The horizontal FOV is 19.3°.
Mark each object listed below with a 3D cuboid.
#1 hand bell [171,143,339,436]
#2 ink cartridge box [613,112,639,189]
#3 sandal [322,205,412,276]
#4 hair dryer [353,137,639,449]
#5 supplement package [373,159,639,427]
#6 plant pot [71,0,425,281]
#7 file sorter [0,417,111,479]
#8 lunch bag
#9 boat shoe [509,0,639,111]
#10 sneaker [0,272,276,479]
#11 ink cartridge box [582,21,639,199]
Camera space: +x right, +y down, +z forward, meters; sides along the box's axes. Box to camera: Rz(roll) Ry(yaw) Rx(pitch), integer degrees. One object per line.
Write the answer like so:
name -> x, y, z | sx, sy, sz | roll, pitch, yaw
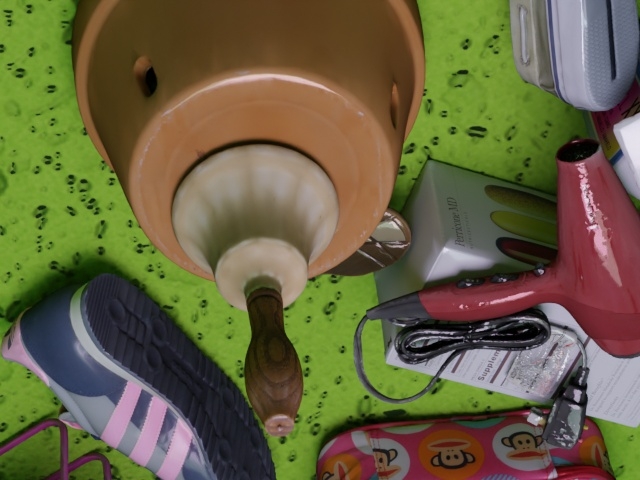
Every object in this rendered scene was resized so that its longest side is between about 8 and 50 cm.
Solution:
hand bell -> -0.037, 0.051, 1.310 | 0.126, 0.242, 0.126 | -3, 127, -4
ink cartridge box -> 0.444, 0.002, 1.513 | 0.308, 0.091, 0.385 | -24, 108, 13
sandal -> 0.000, 0.000, 1.641 | 0.180, 0.049, 0.072 | -20, 118, 35
hair dryer -> 0.171, 0.047, 1.511 | 0.223, 0.080, 0.293 | 17, 120, -14
supplement package -> 0.185, 0.047, 1.644 | 0.244, 0.139, 0.134 | 15, 124, -15
plant pot -> -0.050, -0.099, 1.475 | 0.290, 0.203, 0.291 | -3, 127, -4
file sorter -> -0.228, 0.337, 1.789 | 0.202, 0.182, 0.291 | -32, 124, 16
lunch bag -> 0.139, 0.293, 1.841 | 0.293, 0.120, 0.258 | -5, 131, -4
boat shoe -> 0.184, -0.244, 1.456 | 0.109, 0.094, 0.302 | -28, 123, -42
sneaker -> -0.162, 0.157, 1.727 | 0.131, 0.112, 0.319 | -18, 125, 28
ink cartridge box -> 0.438, -0.164, 1.507 | 0.270, 0.151, 0.395 | 28, 121, -23
